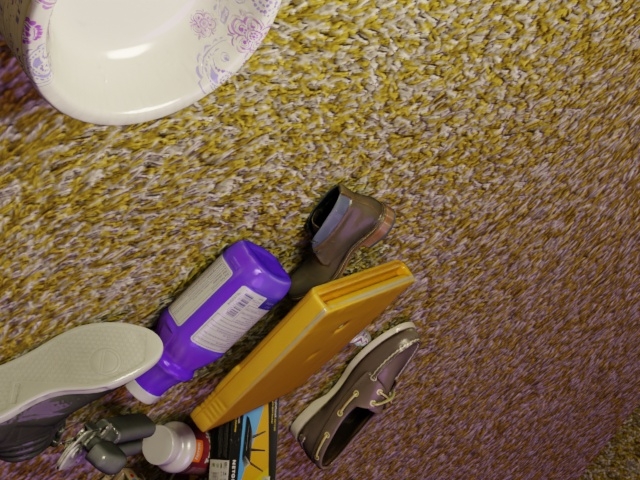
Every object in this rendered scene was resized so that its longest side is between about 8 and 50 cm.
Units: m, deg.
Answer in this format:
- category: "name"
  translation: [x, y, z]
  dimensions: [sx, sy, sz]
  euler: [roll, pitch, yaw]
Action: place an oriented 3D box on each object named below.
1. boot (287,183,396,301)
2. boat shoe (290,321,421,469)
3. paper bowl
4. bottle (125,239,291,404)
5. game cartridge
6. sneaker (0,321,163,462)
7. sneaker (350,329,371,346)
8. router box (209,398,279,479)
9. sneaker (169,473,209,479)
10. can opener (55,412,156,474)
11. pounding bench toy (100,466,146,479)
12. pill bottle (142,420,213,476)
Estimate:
- category: "boot"
  translation: [0.000, 0.000, 1.959]
  dimensions: [0.106, 0.082, 0.219]
  euler: [32, 115, -34]
- category: "boat shoe"
  translation: [0.079, 0.285, 2.383]
  dimensions: [0.324, 0.096, 0.116]
  euler: [-47, 148, 17]
- category: "paper bowl"
  translation: [-0.188, -0.264, 1.296]
  dimensions: [0.284, 0.148, 0.284]
  euler: [-27, 149, -17]
- category: "bottle"
  translation: [-0.174, 0.124, 1.903]
  dimensions: [0.283, 0.092, 0.118]
  euler: [-44, 149, 13]
- category: "game cartridge"
  translation: [-0.028, 0.164, 2.065]
  dimensions: [0.324, 0.052, 0.285]
  euler: [-44, 165, 29]
- category: "sneaker"
  translation: [-0.360, 0.214, 1.835]
  dimensions: [0.296, 0.104, 0.147]
  euler: [-21, 149, -14]
- category: "sneaker"
  translation: [0.069, 0.147, 2.240]
  dimensions: [0.098, 0.038, 0.069]
  euler: [9, 128, -52]
- category: "router box"
  translation: [-0.127, 0.342, 2.191]
  dimensions: [0.046, 0.179, 0.133]
  euler: [-3, 170, 34]
- category: "sneaker"
  translation: [-0.180, 0.406, 2.295]
  dimensions: [0.185, 0.084, 0.069]
  euler: [-35, 150, -3]
- category: "can opener"
  translation: [-0.314, 0.312, 1.952]
  dimensions: [0.074, 0.093, 0.280]
  euler: [-51, 171, 6]
- category: "pounding bench toy"
  translation: [-0.327, 0.424, 2.185]
  dimensions: [0.083, 0.065, 0.052]
  euler: [8, 128, -50]
- category: "pill bottle"
  translation: [-0.224, 0.346, 2.165]
  dimensions: [0.086, 0.086, 0.152]
  euler: [-46, 149, 15]
